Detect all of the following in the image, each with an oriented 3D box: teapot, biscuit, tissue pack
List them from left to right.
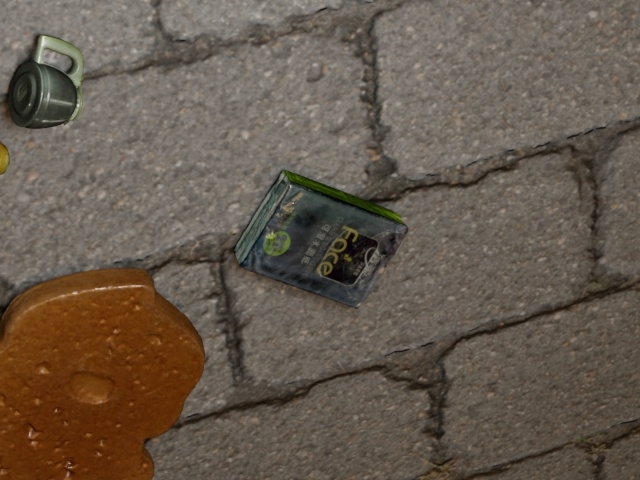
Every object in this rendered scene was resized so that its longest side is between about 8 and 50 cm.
[{"bbox_3d":[-0.372,-0.212,2.000,0.091,0.092,0.124,7,126,-43],"label":"teapot"},{"bbox_3d":[-0.380,0.235,2.286,0.350,0.078,0.455,14,116,-30],"label":"biscuit"},{"bbox_3d":[0.000,0.000,2.280,0.236,0.073,0.173,21,112,-30],"label":"tissue pack"}]

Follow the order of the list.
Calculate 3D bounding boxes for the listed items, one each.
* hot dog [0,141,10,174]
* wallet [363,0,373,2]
[{"bbox_3d":[-0.568,-0.143,1.972,0.286,0.088,0.061,9,112,-28],"label":"hot dog"},{"bbox_3d":[-0.003,-0.427,2.033,0.222,0.036,0.167,5,119,-24],"label":"wallet"}]
